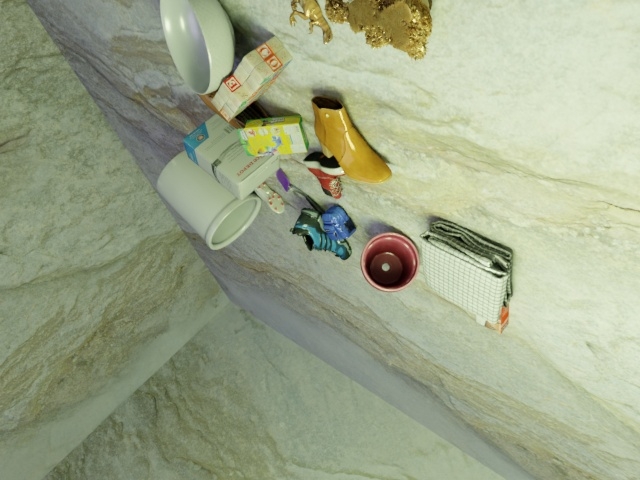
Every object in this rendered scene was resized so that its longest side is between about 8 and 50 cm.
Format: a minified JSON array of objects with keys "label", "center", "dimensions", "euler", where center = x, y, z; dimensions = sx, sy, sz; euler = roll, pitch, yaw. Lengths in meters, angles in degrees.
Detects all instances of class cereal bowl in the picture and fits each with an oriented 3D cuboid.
[{"label":"cereal bowl","center":[-0.367,-0.643,1.695],"dimensions":[0.339,0.141,0.338],"euler":[44,149,35]}]

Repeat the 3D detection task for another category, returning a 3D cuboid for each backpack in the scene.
[{"label":"backpack","center":[0.062,-0.064,2.035],"dimensions":[0.098,0.101,0.120],"euler":[0,127,51]}]

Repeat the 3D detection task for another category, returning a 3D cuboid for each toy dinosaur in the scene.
[{"label":"toy dinosaur","center":[-0.034,-0.600,1.371],"dimensions":[0.112,0.064,0.211],"euler":[-1,142,37]}]

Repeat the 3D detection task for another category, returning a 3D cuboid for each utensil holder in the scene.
[{"label":"utensil holder","center":[-0.526,-0.201,2.529],"dimensions":[0.385,0.327,0.327],"euler":[42,157,11]}]

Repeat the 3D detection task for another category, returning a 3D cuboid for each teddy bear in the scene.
[{"label":"teddy bear","center":[0.120,-0.524,1.180],"dimensions":[0.338,0.113,0.245],"euler":[32,148,47]}]

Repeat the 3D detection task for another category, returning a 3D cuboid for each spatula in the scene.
[{"label":"spatula","center":[-0.077,-0.183,2.161],"dimensions":[0.296,0.030,0.084],"euler":[40,153,13]}]

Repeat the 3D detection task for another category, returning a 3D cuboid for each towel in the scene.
[{"label":"towel","center":[0.440,0.085,1.612],"dimensions":[0.284,0.121,0.235],"euler":[29,149,35]}]

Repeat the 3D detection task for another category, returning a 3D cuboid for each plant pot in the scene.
[{"label":"plant pot","center":[0.237,0.087,1.892],"dimensions":[0.201,0.201,0.180],"euler":[42,173,9]}]

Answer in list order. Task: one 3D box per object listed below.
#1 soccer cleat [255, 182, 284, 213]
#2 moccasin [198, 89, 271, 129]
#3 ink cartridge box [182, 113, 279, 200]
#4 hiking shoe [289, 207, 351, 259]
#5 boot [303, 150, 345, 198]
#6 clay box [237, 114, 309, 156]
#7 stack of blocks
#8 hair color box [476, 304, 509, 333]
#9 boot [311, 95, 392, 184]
[{"label":"soccer cleat","center":[-0.225,-0.190,2.369],"dimensions":[0.196,0.068,0.076],"euler":[48,163,14]},{"label":"moccasin","center":[-0.298,-0.478,1.906],"dimensions":[0.380,0.139,0.147],"euler":[49,156,-8]},{"label":"ink cartridge box","center":[-0.343,-0.338,2.107],"dimensions":[0.307,0.223,0.129],"euler":[39,157,16]},{"label":"hiking shoe","center":[0.000,0.000,2.169],"dimensions":[0.304,0.132,0.113],"euler":[43,164,-30]},{"label":"boot","center":[0.055,-0.210,1.825],"dimensions":[0.176,0.088,0.244],"euler":[57,163,-26]},{"label":"clay box","center":[-0.162,-0.355,1.844],"dimensions":[0.222,0.053,0.127],"euler":[-1,139,14]},{"label":"stack of blocks","center":[-0.222,-0.500,1.695],"dimensions":[0.087,0.171,0.297],"euler":[50,157,-10]},{"label":"hair color box","center":[0.550,0.219,1.730],"dimensions":[0.093,0.053,0.167],"euler":[27,152,36]},{"label":"boot","center":[0.083,-0.300,1.595],"dimensions":[0.295,0.104,0.211],"euler":[35,156,33]}]
